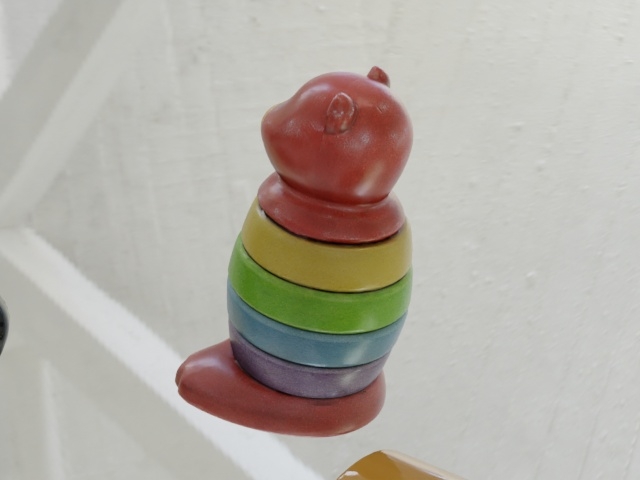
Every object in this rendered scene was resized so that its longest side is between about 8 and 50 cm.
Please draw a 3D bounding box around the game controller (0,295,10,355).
[{"bbox_3d":[-0.385,0.160,1.158,0.067,0.166,0.319,27,-94,41],"label":"game controller"}]

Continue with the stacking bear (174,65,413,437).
[{"bbox_3d":[0.000,0.000,1.139,0.164,0.175,0.289,22,-59,22],"label":"stacking bear"}]

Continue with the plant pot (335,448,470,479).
[{"bbox_3d":[0.087,0.252,1.002,0.188,0.205,0.205,33,-73,31],"label":"plant pot"}]
